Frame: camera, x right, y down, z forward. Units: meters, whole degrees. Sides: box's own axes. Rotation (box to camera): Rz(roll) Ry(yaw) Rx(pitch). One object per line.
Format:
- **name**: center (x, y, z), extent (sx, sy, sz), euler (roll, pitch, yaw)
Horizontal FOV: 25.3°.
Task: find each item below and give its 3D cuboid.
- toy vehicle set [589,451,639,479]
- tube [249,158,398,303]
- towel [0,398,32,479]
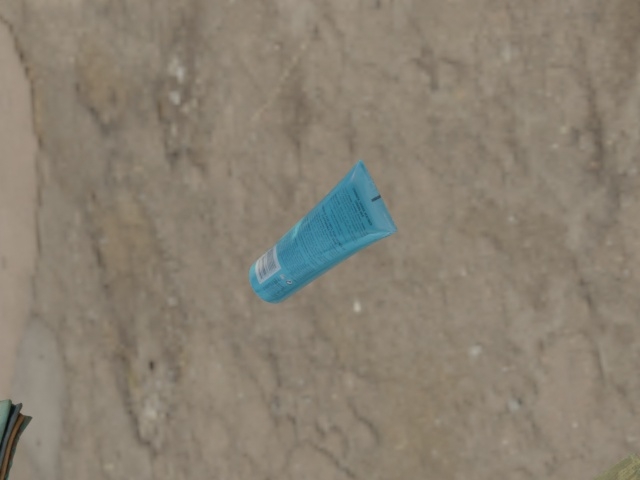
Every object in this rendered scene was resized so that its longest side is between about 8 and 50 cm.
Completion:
- **toy vehicle set**: center (0.165, 0.259, 0.977), extent (0.035, 0.166, 0.267), euler (54, 171, 36)
- **tube**: center (0.000, 0.000, 1.460), extent (0.207, 0.052, 0.080), euler (-38, 79, 46)
- **towel**: center (-0.461, 0.364, 1.577), extent (0.272, 0.040, 0.370), euler (-11, 56, 37)
